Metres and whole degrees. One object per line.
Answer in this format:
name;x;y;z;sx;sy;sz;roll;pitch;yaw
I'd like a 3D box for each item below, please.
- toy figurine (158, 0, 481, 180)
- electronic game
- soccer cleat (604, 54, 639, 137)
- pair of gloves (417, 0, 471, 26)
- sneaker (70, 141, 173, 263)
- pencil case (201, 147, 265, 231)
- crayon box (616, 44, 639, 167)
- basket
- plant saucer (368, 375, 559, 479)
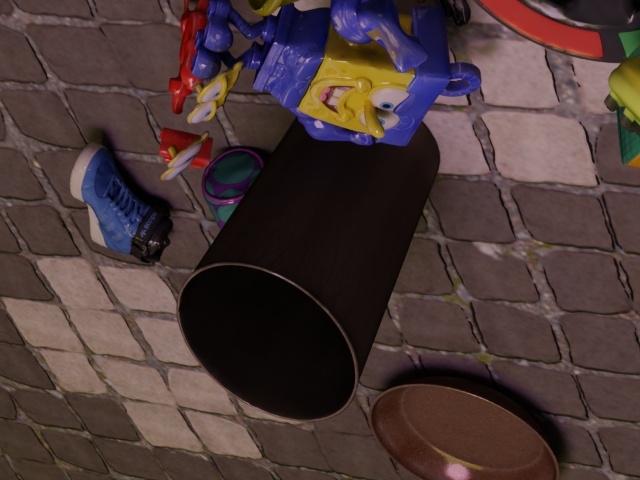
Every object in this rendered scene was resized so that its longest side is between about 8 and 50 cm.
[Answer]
toy figurine;0.026;-0.168;1.382;0.217;0.191;0.362;12;150;-13
electronic game;0.182;-0.208;1.290;0.229;0.048;0.229;17;145;13
soccer cleat;0.294;-0.064;1.182;0.289;0.093;0.121;26;113;-34
pair of gloves;0.078;-0.194;1.385;0.083;0.010;0.074;37;165;39
sneaker;-0.179;-0.031;1.756;0.084;0.058;0.152;22;151;17
pencil case;-0.055;-0.011;1.698;0.070;0.064;0.152;21;150;38
crayon box;0.330;-0.128;1.215;0.165;0.081;0.278;10;152;-20
basket;0.000;0.000;1.530;0.154;0.227;0.204;17;144;14
plant saucer;0.146;0.191;1.858;0.198;0.036;0.199;19;145;13
